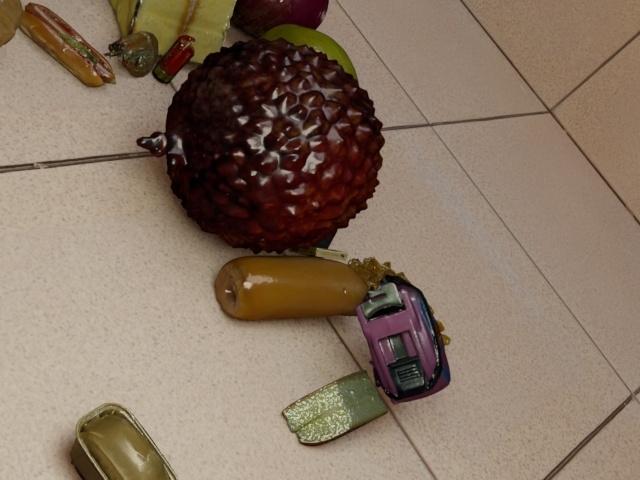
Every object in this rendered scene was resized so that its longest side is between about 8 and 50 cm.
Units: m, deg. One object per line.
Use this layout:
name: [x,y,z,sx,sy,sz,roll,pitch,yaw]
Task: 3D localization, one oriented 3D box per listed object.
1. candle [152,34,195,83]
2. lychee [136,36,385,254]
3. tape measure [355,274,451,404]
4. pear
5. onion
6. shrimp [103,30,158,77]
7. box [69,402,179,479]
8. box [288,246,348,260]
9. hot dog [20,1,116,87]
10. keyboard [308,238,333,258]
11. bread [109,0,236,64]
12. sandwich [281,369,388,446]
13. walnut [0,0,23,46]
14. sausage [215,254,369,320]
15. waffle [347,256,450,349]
candle: [-0.318,-0.405,1.967,0.052,0.131,0.052,30,37,-26]
lychee: [-0.115,-0.178,1.702,0.500,0.424,0.424,0,53,-27]
tape measure: [0.154,0.188,1.713,0.231,0.149,0.245,-8,78,-82]
pear: [-0.034,-0.308,2.045,0.287,0.287,0.375,-19,78,-54]
onion: [-0.094,-0.703,2.308,0.348,0.385,0.347,42,20,-18]
shrimp: [-0.404,-0.399,1.907,0.041,0.099,0.180,19,20,19]
box: [-0.281,0.320,1.267,0.177,0.111,0.111,51,33,7]
box: [-0.006,0.024,1.858,0.073,0.149,0.020,10,89,-25]
hot dog: [-0.510,-0.395,1.809,0.236,0.062,0.092,39,30,-12]
keyboard: [0.000,0.000,1.998,0.053,0.010,0.155,42,34,-8]
bread: [-0.308,-0.541,2.024,0.263,0.236,0.198,2,53,-45]
sandwich: [0.049,0.308,1.658,0.258,0.096,0.094,-11,69,-49]
walnut: [-0.634,-0.423,1.630,0.167,0.149,0.166,8,64,-16]
sausage: [-0.032,0.091,1.743,0.354,0.116,0.134,1,35,-37]
waffle: [0.157,0.158,1.960,0.293,0.069,0.260,52,32,14]
